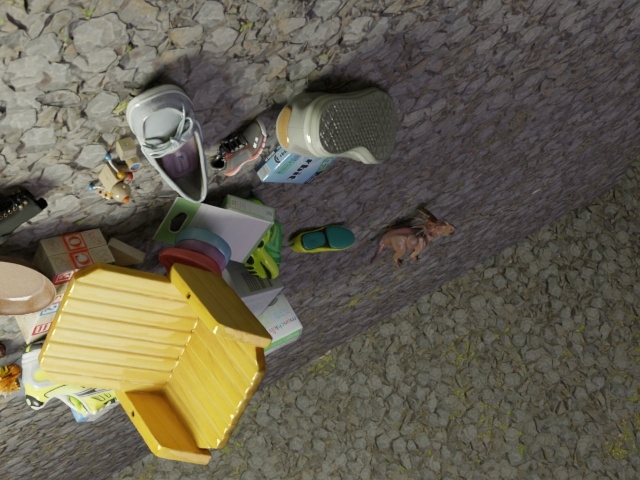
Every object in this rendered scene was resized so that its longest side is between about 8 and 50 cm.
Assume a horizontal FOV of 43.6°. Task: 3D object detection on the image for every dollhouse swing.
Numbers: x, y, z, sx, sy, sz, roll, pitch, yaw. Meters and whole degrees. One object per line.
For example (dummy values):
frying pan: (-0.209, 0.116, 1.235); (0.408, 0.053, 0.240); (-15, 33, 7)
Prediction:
dollhouse swing: (-0.347, 0.251, 1.625); (0.305, 0.315, 0.347); (6, 120, -47)

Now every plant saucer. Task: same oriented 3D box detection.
plant saucer: (-0.613, 0.083, 1.550); (0.199, 0.036, 0.198); (-3, 144, -2)

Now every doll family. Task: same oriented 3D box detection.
doll family: (-0.797, 0.347, 1.901); (0.163, 0.118, 0.263); (-17, 157, -36)

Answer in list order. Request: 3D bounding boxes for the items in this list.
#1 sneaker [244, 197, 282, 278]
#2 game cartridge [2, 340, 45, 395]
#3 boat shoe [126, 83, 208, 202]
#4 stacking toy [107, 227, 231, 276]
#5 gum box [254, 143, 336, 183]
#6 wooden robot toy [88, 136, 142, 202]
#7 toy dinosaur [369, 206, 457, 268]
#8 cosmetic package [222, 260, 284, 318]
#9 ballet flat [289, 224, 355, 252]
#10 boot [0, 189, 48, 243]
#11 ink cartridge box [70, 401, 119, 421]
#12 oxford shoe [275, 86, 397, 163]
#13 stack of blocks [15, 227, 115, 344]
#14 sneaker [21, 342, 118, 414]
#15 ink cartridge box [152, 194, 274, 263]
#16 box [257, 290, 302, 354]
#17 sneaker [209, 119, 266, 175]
sneaker: (-0.159, -0.019, 2.015); (0.109, 0.123, 0.295); (5, 146, 9)
game cartridge: (-0.686, 0.310, 2.089); (0.294, 0.060, 0.196); (-34, 165, 8)
boat shoe: (-0.261, -0.171, 1.441); (0.118, 0.103, 0.320); (-28, 161, -11)
stacking toy: (-0.347, 0.058, 1.851); (0.280, 0.130, 0.309); (17, 144, -4)
gum box: (-0.037, -0.193, 1.829); (0.157, 0.041, 0.184); (-42, 160, 28)
wooden robot toy: (-0.363, -0.110, 1.478); (0.076, 0.079, 0.173); (-13, 154, -44)
toy dinosaur: (0.292, -0.015, 2.687); (0.296, 0.127, 0.200); (-15, 151, -9)
cosmetic package: (-0.228, 0.128, 2.178); (0.151, 0.151, 0.183); (-12, 153, -43)
ballet flat: (0.000, 0.000, 2.355); (0.231, 0.077, 0.077); (-7, 171, -46)
boot: (-0.559, -0.052, 1.353); (0.137, 0.077, 0.198); (-35, 175, -3)
ink cartridge box: (-0.688, 0.483, 2.462); (0.143, 0.090, 0.092); (-35, 161, 11)
oxford shoe: (0.048, -0.247, 1.717); (0.130, 0.169, 0.449); (6, -171, 28)
stack of blocks: (-0.536, 0.097, 1.719); (0.171, 0.087, 0.297); (-16, 156, -39)
sneaker: (-0.501, 0.330, 1.843); (0.385, 0.147, 0.145); (13, 160, -34)
ink cartridge box: (-0.246, -0.038, 1.840); (0.235, 0.056, 0.171); (17, 137, -23)
box: (-0.224, 0.233, 2.329); (0.262, 0.231, 0.127); (-24, 160, -20)
sneaker: (-0.170, -0.185, 1.622); (0.065, 0.061, 0.158); (0, 144, -47)
